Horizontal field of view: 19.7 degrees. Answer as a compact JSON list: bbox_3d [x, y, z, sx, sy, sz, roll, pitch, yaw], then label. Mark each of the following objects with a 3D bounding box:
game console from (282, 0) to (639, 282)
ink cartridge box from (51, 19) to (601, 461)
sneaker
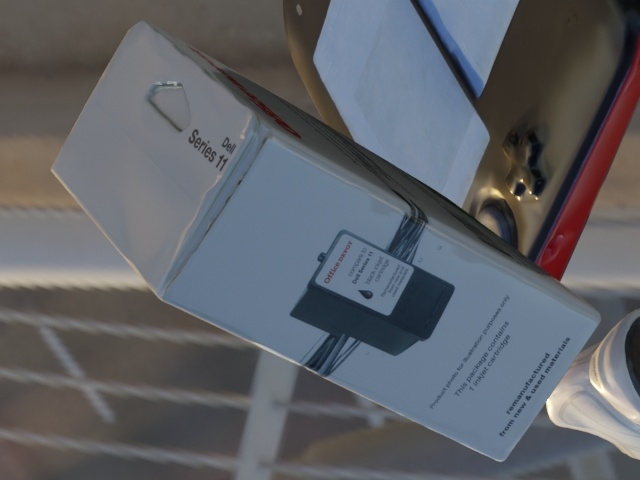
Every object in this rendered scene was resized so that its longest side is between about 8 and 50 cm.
[{"bbox_3d":[0.081,-0.149,1.249,0.060,0.386,0.342,-11,143,-21],"label":"game console"},{"bbox_3d":[0.000,0.000,0.833,0.208,0.087,0.153,29,-172,-34],"label":"ink cartridge box"},{"bbox_3d":[0.292,0.125,1.364,0.292,0.110,0.118,20,149,-31],"label":"sneaker"}]
